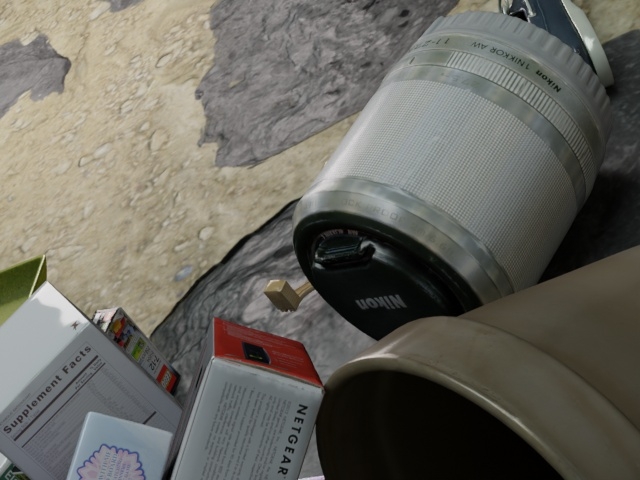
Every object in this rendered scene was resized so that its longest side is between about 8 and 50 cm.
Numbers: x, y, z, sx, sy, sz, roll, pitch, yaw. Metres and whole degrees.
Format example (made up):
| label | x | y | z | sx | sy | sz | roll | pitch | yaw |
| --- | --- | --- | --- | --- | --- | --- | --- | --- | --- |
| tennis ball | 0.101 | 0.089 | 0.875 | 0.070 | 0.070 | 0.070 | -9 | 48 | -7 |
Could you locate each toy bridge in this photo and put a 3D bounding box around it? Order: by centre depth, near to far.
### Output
| label | x | y | z | sx | sy | sz | roll | pitch | yaw |
| --- | --- | --- | --- | --- | --- | --- | --- | --- | --- |
| toy bridge | 0.000 | 0.000 | 1.771 | 0.026 | 0.063 | 0.188 | -7 | 44 | 38 |

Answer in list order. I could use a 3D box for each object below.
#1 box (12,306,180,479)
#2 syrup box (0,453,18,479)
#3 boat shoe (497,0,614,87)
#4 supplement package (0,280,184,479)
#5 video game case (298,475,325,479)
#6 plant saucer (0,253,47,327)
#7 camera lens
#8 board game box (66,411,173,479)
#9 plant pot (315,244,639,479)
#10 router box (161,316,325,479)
| label | x | y | z | sx | sy | sz | roll | pitch | yaw |
| --- | --- | --- | --- | --- | --- | --- | --- | --- | --- |
| box | -0.219 | 0.180 | 1.709 | 0.036 | 0.114 | 0.207 | -11 | 41 | 36 |
| syrup box | -0.337 | 0.272 | 1.724 | 0.096 | 0.093 | 0.237 | 11 | 56 | 50 |
| boat shoe | 0.231 | -0.224 | 1.812 | 0.079 | 0.095 | 0.254 | -23 | 42 | 1 |
| supplement package | -0.196 | 0.176 | 1.555 | 0.139 | 0.244 | 0.134 | -45 | 29 | -8 |
| video game case | -0.045 | 0.253 | 1.544 | 0.122 | 0.011 | 0.087 | -12 | 40 | 33 |
| plant saucer | -0.405 | 0.120 | 2.029 | 0.188 | 0.045 | 0.188 | -20 | 35 | 25 |
| camera lens | 0.120 | -0.045 | 1.567 | 0.219 | 0.219 | 0.274 | 3 | 49 | 46 |
| board game box | -0.190 | 0.304 | 1.274 | 0.319 | 0.066 | 0.318 | 121 | 166 | -74 |
| plant pot | 0.207 | 0.146 | 1.206 | 0.280 | 0.323 | 0.323 | -35 | 28 | -28 |
| router box | -0.091 | 0.236 | 1.280 | 0.301 | 0.082 | 0.335 | -135 | 62 | -86 |
